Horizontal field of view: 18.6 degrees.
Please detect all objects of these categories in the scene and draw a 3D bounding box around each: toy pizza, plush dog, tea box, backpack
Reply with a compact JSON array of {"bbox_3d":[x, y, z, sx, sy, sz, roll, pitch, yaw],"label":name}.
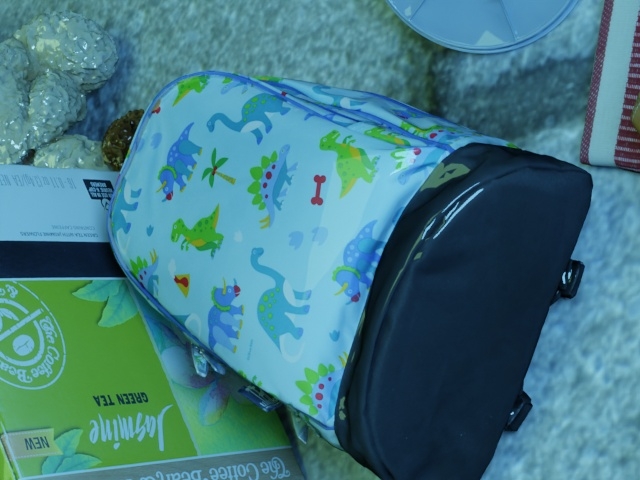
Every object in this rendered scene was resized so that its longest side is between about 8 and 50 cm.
[{"bbox_3d":[0.128,-0.251,1.574,0.201,0.032,0.201,8,111,22],"label":"toy pizza"},{"bbox_3d":[-0.274,-0.068,1.879,0.225,0.211,0.262,39,110,16],"label":"plush dog"},{"bbox_3d":[-0.239,0.123,1.624,0.220,0.329,0.323,-35,70,32],"label":"tea box"},{"bbox_3d":[0.000,0.000,1.550,0.355,0.273,0.290,43,115,56],"label":"backpack"}]

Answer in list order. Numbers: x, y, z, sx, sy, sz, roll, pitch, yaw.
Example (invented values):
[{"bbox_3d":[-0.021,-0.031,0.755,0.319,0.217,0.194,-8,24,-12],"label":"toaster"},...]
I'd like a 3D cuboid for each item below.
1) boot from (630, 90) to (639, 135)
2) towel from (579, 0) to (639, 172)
[{"bbox_3d":[0.274,-0.017,1.329,0.220,0.109,0.283,48,122,33],"label":"boot"},{"bbox_3d":[0.337,-0.156,1.394,0.329,0.037,0.237,7,85,47],"label":"towel"}]
